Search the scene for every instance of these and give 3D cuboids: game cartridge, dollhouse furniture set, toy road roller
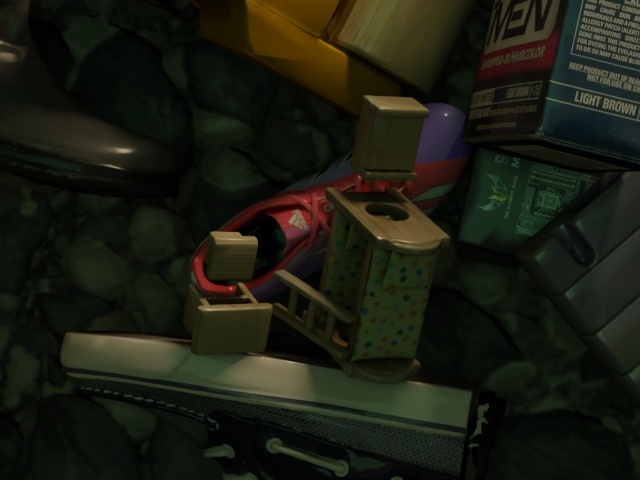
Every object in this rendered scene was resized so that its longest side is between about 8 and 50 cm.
[{"bbox_3d":[0.342,-0.015,1.039,0.355,0.068,0.230,-40,101,-5],"label":"game cartridge"},{"bbox_3d":[0.000,0.000,1.010,0.161,0.101,0.182,-1,115,-25],"label":"dollhouse furniture set"},{"bbox_3d":[-0.051,-0.247,1.091,0.329,0.240,0.202,26,93,-30],"label":"toy road roller"}]

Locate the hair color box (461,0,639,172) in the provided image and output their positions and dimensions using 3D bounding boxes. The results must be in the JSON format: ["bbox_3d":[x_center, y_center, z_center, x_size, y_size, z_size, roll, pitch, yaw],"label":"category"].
[{"bbox_3d":[0.200,-0.224,0.972,0.105,0.174,0.347,13,90,-11],"label":"hair color box"}]

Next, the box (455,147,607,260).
[{"bbox_3d":[0.217,-0.087,1.095,0.183,0.059,0.233,13,89,4],"label":"box"}]

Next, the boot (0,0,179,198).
[{"bbox_3d":[-0.245,-0.170,1.133,0.338,0.118,0.223,18,86,3],"label":"boot"}]

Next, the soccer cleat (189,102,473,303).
[{"bbox_3d":[0.010,-0.024,1.102,0.248,0.095,0.083,-31,85,6],"label":"soccer cleat"}]

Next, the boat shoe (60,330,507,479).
[{"bbox_3d":[-0.040,0.164,1.087,0.340,0.127,0.158,9,89,8],"label":"boat shoe"}]
